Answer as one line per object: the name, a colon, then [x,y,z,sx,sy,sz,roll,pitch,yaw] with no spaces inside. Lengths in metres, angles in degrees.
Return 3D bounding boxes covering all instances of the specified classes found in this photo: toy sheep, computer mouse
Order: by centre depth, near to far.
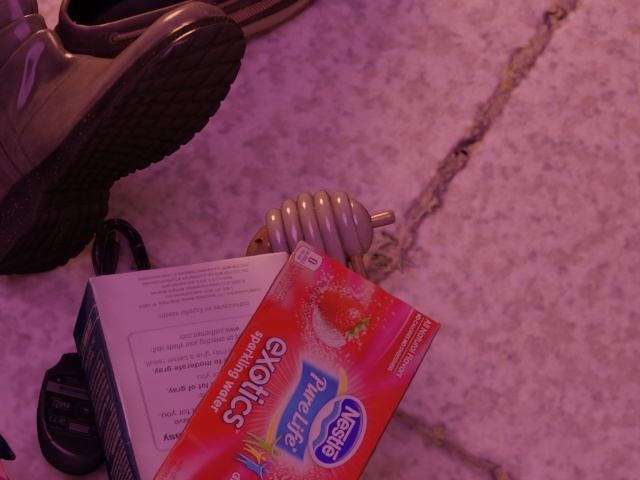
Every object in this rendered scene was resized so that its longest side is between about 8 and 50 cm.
computer mouse: [-0.189,0.089,1.653,0.071,0.041,0.242,17,57,-8]
toy sheep: [0.000,0.000,1.667,0.132,0.091,0.091,-15,65,-2]

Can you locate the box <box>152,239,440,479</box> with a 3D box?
box: [-0.030,0.146,1.443,0.128,0.123,0.257,31,57,1]

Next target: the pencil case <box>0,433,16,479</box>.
pencil case: [-0.414,0.254,1.497,0.386,0.160,0.167,-14,75,-5]

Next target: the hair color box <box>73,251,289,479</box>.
hair color box: [-0.070,0.190,1.542,0.173,0.105,0.347,-7,62,-20]

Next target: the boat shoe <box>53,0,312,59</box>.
boat shoe: [-0.091,-0.251,1.763,0.132,0.130,0.355,41,71,18]

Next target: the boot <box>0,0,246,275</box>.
boot: [-0.217,-0.144,1.621,0.118,0.338,0.223,0,57,-49]
